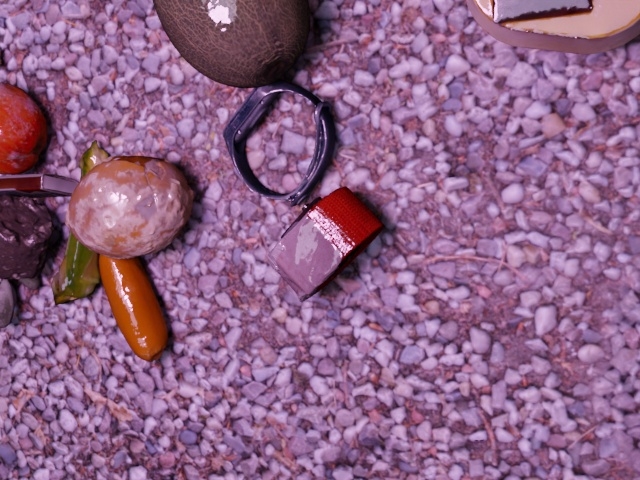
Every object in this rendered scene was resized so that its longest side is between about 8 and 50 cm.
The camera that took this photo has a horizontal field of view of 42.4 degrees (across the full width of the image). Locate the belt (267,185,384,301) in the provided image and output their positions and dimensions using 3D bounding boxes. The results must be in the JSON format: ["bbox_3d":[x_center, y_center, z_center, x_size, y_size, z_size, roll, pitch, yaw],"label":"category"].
[{"bbox_3d":[0.000,0.000,1.409,0.124,0.128,0.201,48,111,9],"label":"belt"}]

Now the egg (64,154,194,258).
[{"bbox_3d":[-0.346,-0.062,1.493,0.233,0.195,0.194,-11,94,12],"label":"egg"}]

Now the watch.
[{"bbox_3d":[-0.064,-0.175,1.443,0.193,0.068,0.206,45,113,6],"label":"watch"}]

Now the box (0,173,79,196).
[{"bbox_3d":[-0.579,-0.106,1.615,0.178,0.115,0.035,-1,84,20],"label":"box"}]

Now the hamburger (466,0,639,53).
[{"bbox_3d":[0.357,-0.393,1.215,0.295,0.151,0.227,13,108,14],"label":"hamburger"}]

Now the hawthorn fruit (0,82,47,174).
[{"bbox_3d":[-0.610,-0.210,1.587,0.173,0.173,0.172,3,98,20],"label":"hawthorn fruit"}]

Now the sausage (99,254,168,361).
[{"bbox_3d":[-0.357,0.119,1.576,0.098,0.098,0.238,-21,89,22],"label":"sausage"}]

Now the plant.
[{"bbox_3d":[-0.625,0.040,1.643,0.274,0.149,0.146,-59,34,34],"label":"plant"}]

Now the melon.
[{"bbox_3d":[-0.151,-0.397,1.352,0.237,0.237,0.301,-37,79,21],"label":"melon"}]

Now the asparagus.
[{"bbox_3d":[-0.454,-0.022,1.604,0.085,0.082,0.342,33,111,51],"label":"asparagus"}]
